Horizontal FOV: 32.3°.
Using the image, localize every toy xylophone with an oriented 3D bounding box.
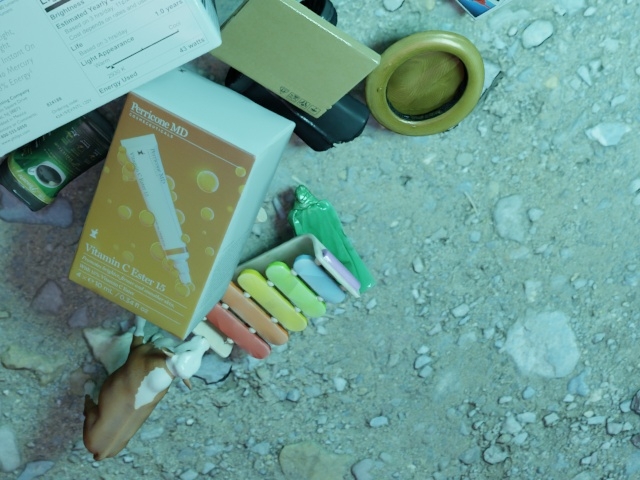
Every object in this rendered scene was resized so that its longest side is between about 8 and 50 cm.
[{"bbox_3d":[-0.103,0.074,1.866,0.236,0.081,0.323,38,127,-26],"label":"toy xylophone"}]

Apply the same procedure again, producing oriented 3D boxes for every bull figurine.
[{"bbox_3d":[-0.312,0.240,1.901,0.101,0.188,0.310,32,111,-27],"label":"bull figurine"}]

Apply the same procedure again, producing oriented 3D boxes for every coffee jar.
[{"bbox_3d":[-0.409,-0.129,1.714,0.184,0.079,0.096,-36,124,11],"label":"coffee jar"}]

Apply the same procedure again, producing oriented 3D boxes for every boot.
[{"bbox_3d":[0.002,-0.246,1.680,0.207,0.094,0.246,31,139,-26],"label":"boot"}]

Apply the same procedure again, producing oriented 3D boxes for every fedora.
[{"bbox_3d":[0.161,-0.258,1.745,0.194,0.079,0.194,-3,127,-4],"label":"fedora"}]

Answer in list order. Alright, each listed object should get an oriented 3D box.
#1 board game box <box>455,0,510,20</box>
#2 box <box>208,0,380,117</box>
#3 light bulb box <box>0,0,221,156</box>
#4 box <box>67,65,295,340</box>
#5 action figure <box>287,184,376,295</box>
[{"bbox_3d":[0.205,-0.469,1.590,0.193,0.053,0.305,-26,128,38],"label":"board game box"},{"bbox_3d":[-0.040,-0.265,1.564,0.201,0.021,0.164,30,142,-21],"label":"box"},{"bbox_3d":[-0.374,-0.370,1.481,0.358,0.225,0.361,-26,122,6],"label":"light bulb box"},{"bbox_3d":[-0.215,-0.059,1.692,0.215,0.168,0.345,27,118,6],"label":"box"},{"bbox_3d":[0.000,0.000,1.886,0.137,0.063,0.232,-18,127,3],"label":"action figure"}]
